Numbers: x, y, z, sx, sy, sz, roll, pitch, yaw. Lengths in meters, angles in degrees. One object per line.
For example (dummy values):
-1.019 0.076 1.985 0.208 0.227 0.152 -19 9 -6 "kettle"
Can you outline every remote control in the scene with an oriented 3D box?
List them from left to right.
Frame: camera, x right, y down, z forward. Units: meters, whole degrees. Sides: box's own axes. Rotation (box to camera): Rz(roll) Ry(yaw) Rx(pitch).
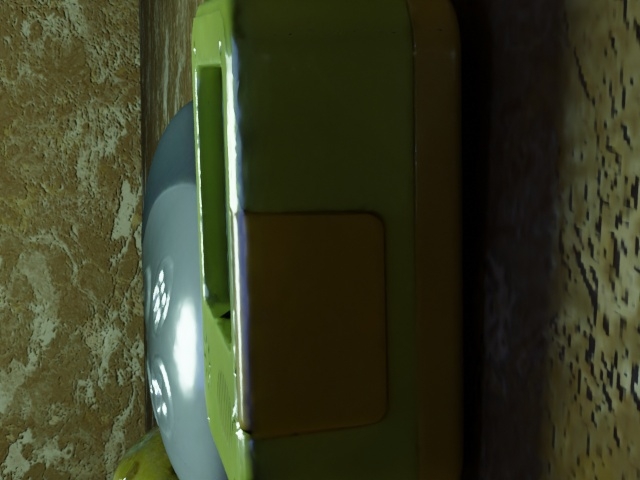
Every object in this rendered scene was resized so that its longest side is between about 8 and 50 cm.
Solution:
-0.075 0.038 0.780 0.332 0.103 0.221 -104 20 -50 "remote control"

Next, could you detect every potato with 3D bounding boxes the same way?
-0.114 0.210 0.921 0.176 0.137 0.137 178 91 -67 "potato"

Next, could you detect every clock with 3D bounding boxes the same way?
0.000 0.000 0.449 0.143 0.096 0.202 -148 57 -73 "clock"
